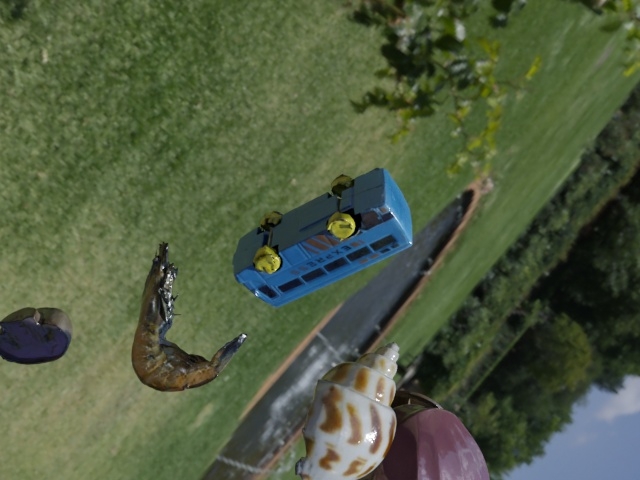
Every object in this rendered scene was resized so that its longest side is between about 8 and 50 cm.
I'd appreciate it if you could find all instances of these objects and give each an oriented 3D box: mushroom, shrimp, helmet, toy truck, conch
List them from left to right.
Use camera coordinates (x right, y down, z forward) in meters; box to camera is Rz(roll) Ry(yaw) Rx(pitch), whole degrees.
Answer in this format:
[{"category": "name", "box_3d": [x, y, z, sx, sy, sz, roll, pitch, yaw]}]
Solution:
[{"category": "mushroom", "box_3d": [-0.662, 0.213, 1.955, 0.188, 0.141, 0.117, -15, -157, 10]}, {"category": "shrimp", "box_3d": [-0.214, 0.122, 1.398, 0.051, 0.198, 0.262, 64, 26, -66]}, {"category": "toy truck", "box_3d": [0.000, 0.000, 1.760, 0.385, 0.162, 0.161, -25, -146, 21]}, {"category": "conch", "box_3d": [0.055, 0.295, 1.419, 0.182, 0.149, 0.275, 83, 17, -65]}, {"category": "helmet", "box_3d": [0.206, 0.461, 1.581, 0.271, 0.338, 0.197, 8, 141, -32]}]

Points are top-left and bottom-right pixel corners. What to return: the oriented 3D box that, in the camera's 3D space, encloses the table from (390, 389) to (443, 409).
[{"category": "table", "box_3d": [0.166, 0.456, 1.761, 0.167, 0.167, 0.226, 117, -4, -47]}]
